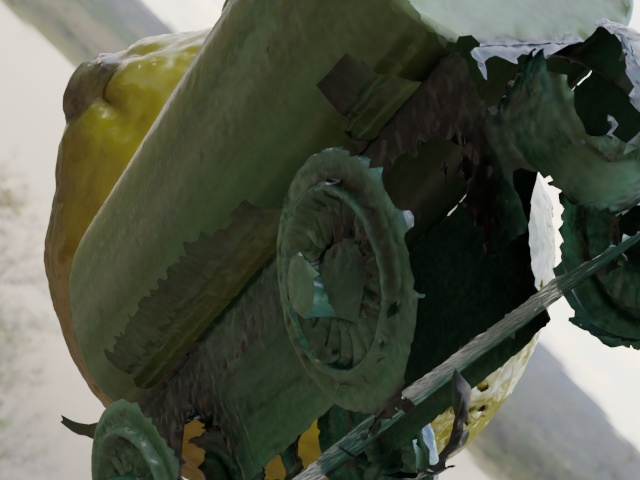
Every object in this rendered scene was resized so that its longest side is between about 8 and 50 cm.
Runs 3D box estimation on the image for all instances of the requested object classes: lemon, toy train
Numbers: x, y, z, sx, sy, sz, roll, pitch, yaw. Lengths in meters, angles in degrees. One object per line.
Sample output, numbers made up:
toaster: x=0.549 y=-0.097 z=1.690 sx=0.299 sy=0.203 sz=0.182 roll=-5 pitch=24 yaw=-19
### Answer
lemon: x=-0.022 y=0.008 z=1.092 sx=0.387 sy=0.350 sz=0.350 roll=33 pitch=1 yaw=-16
toy train: x=-0.008 y=0.000 z=0.485 sx=0.189 sy=0.126 sz=0.307 roll=62 pitch=-35 yaw=15
